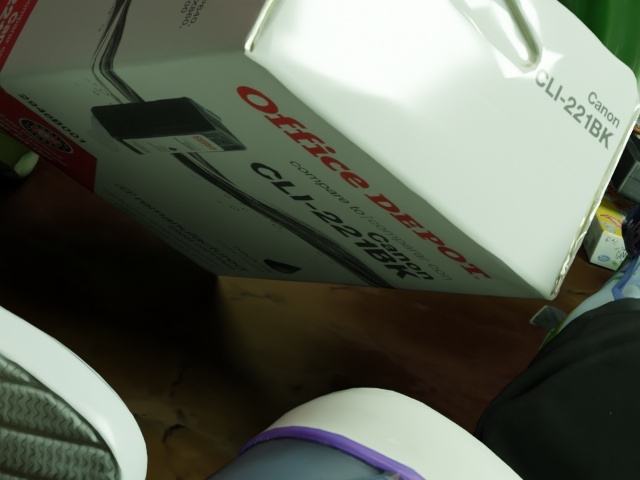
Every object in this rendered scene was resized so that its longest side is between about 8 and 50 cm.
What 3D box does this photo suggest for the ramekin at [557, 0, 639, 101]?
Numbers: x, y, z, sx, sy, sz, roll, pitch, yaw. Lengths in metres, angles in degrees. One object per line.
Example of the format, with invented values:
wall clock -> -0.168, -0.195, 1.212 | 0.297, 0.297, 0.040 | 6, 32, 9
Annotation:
ramekin -> 0.066, -0.160, 1.040 | 0.303, 0.303, 0.148 | 19, 12, -3

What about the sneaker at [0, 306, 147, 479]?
sneaker -> -0.173, 0.032, 0.604 | 0.258, 0.094, 0.091 | 24, 25, 12

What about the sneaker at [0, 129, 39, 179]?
sneaker -> -0.185, -0.177, 0.960 | 0.158, 0.182, 0.410 | 31, 19, -11

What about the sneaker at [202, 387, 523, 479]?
sneaker -> 0.039, 0.205, 0.377 | 0.323, 0.130, 0.236 | 42, 48, 8

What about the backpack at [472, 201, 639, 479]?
backpack -> 0.253, 0.072, 0.735 | 0.290, 0.273, 0.355 | 20, 7, 20

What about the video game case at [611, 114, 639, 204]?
video game case -> 0.344, -0.030, 1.273 | 0.274, 0.035, 0.248 | 27, 20, -9

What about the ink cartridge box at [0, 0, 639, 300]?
ink cartridge box -> -0.020, -0.070, 0.736 | 0.197, 0.114, 0.273 | 37, -21, -32

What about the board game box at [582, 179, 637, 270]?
board game box -> 0.247, -0.007, 1.191 | 0.103, 0.026, 0.154 | 18, 20, -6
